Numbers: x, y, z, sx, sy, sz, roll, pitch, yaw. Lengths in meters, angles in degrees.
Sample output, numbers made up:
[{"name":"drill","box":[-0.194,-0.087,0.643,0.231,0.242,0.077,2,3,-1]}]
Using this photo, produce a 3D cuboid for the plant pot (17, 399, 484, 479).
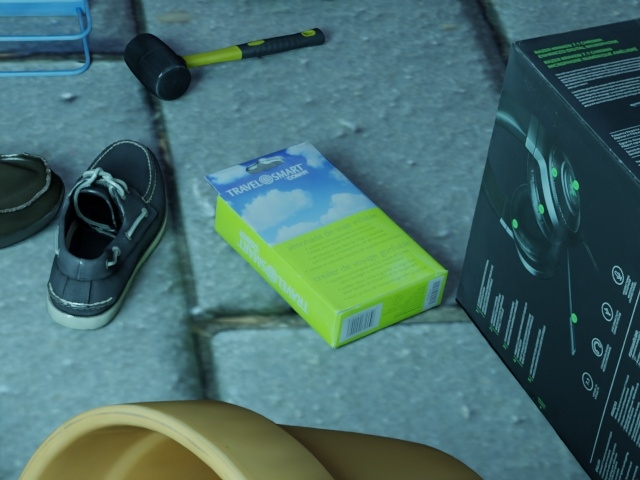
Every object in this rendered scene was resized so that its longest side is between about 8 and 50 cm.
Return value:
[{"name":"plant pot","box":[-0.016,0.220,0.973,0.203,0.291,0.291,-5,39,-42]}]

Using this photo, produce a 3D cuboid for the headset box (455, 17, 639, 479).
[{"name":"headset box","box":[0.222,0.016,1.260,0.131,0.246,0.283,-13,44,-24]}]

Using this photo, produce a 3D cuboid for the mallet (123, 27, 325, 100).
[{"name":"mallet","box":[-0.084,-0.168,1.586,0.190,0.039,0.062,-21,46,-37]}]

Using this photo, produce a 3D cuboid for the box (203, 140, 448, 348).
[{"name":"box","box":[0.000,0.000,1.392,0.109,0.042,0.178,-20,48,-32]}]

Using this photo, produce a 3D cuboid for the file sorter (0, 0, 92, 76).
[{"name":"file sorter","box":[-0.248,-0.232,1.522,0.118,0.170,0.104,-2,45,-13]}]

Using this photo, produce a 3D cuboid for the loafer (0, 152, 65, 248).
[{"name":"loafer","box":[-0.299,-0.040,1.352,0.220,0.078,0.080,-6,42,-17]}]

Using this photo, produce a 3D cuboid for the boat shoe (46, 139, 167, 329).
[{"name":"boat shoe","box":[-0.158,-0.021,1.369,0.075,0.065,0.206,11,40,2]}]
